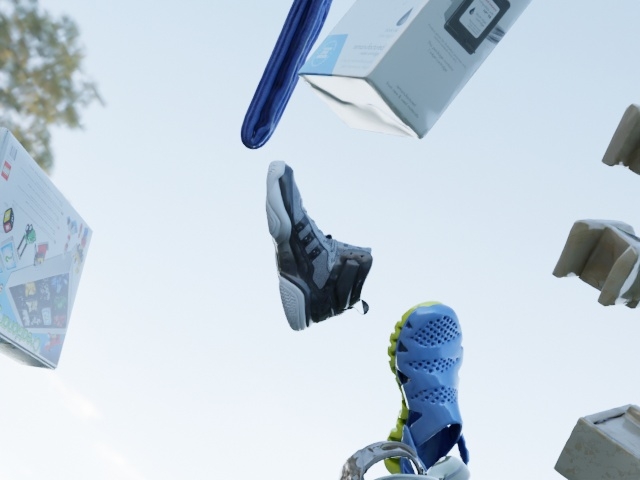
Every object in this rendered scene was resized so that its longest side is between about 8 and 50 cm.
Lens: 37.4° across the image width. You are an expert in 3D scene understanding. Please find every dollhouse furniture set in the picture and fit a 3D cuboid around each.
[{"bbox_3d":[0.451,0.107,0.997,0.362,0.256,0.394,34,-68,37],"label":"dollhouse furniture set"}]

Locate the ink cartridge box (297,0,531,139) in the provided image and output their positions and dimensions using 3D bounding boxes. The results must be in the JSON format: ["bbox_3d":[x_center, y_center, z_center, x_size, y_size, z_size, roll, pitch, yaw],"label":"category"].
[{"bbox_3d":[0.078,-0.158,0.631,0.060,0.180,0.104,42,-10,-27],"label":"ink cartridge box"}]

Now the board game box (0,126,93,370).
[{"bbox_3d":[-0.345,0.021,1.072,0.053,0.193,0.305,8,-19,6],"label":"board game box"}]

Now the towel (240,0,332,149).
[{"bbox_3d":[-0.014,-0.209,0.954,0.040,0.336,0.243,24,-82,-5],"label":"towel"}]

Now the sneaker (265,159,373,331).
[{"bbox_3d":[0.000,0.000,1.474,0.101,0.153,0.268,-126,-154,-87],"label":"sneaker"}]

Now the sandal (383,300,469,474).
[{"bbox_3d":[0.176,0.246,1.434,0.138,0.126,0.317,-144,-131,-62],"label":"sandal"}]

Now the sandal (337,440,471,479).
[{"bbox_3d":[0.055,0.226,0.826,0.086,0.120,0.303,46,5,17],"label":"sandal"}]
